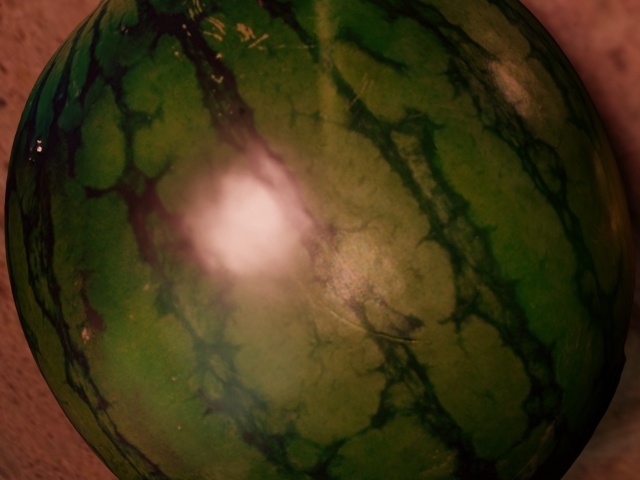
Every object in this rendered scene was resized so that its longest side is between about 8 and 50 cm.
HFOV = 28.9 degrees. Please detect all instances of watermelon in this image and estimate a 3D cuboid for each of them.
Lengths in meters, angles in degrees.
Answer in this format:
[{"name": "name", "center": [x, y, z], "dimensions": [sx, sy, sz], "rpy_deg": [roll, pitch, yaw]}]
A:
[{"name": "watermelon", "center": [0.000, 0.000, 0.675], "dimensions": [0.363, 0.363, 0.363], "rpy_deg": [17, 130, 22]}]
